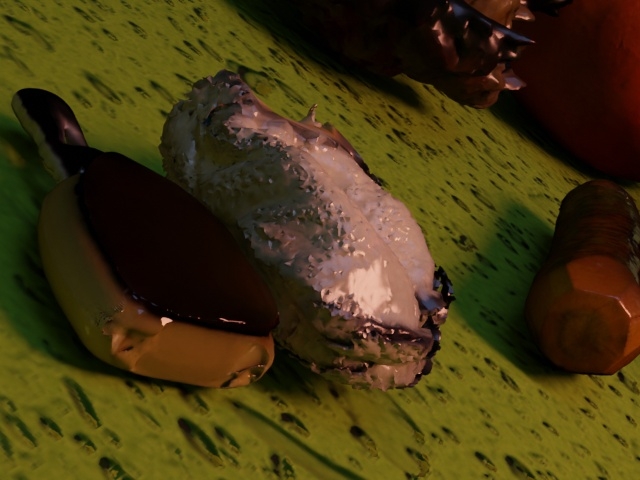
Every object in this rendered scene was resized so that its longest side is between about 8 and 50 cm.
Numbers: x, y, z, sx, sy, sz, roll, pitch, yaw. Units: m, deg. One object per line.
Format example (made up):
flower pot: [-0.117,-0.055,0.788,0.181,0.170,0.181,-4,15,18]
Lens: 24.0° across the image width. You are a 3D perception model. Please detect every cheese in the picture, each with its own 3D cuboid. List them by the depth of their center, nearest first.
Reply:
cheese: [-0.081,-0.009,0.575,0.086,0.036,0.162,12,31,-43]

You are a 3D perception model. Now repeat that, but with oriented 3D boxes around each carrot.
carrot: [0.158,0.016,0.870,0.070,0.070,0.260,37,19,0]

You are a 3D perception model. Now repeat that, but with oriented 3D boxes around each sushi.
sushi: [0.064,-0.199,1.031,0.239,0.218,0.225,17,-25,23]

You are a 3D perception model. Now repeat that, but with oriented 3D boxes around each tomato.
tomato: [0.254,-0.149,1.219,0.260,0.180,0.260,33,18,-12]

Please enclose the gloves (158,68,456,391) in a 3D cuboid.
gloves: [-0.003,0.003,0.629,0.114,0.070,0.153,20,26,-53]
